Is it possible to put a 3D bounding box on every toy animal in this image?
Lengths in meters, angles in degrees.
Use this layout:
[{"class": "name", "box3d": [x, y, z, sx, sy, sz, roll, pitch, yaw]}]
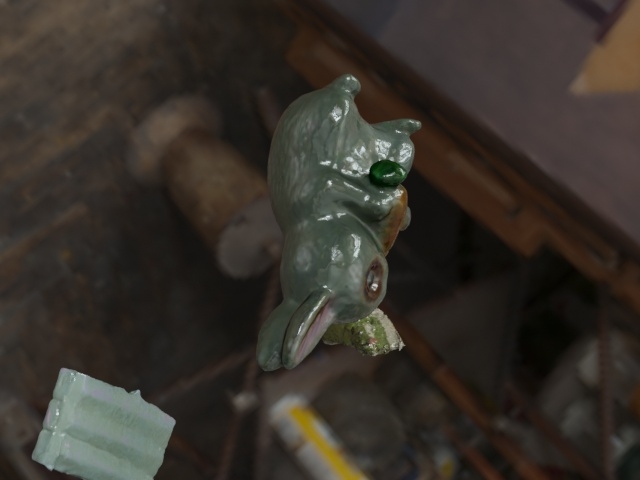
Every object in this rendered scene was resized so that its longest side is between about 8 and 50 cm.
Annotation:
[{"class": "toy animal", "box3d": [0.008, -0.001, 1.530, 0.108, 0.138, 0.236, 21, 70, -36]}]

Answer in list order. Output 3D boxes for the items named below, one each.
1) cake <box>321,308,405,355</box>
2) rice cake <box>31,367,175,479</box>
[{"class": "cake", "box3d": [0.040, 0.081, 1.945, 0.051, 0.140, 0.055, -7, 96, -18]}, {"class": "rice cake", "box3d": [-0.249, 0.229, 2.329, 0.237, 0.043, 0.127, 35, 72, -61]}]
